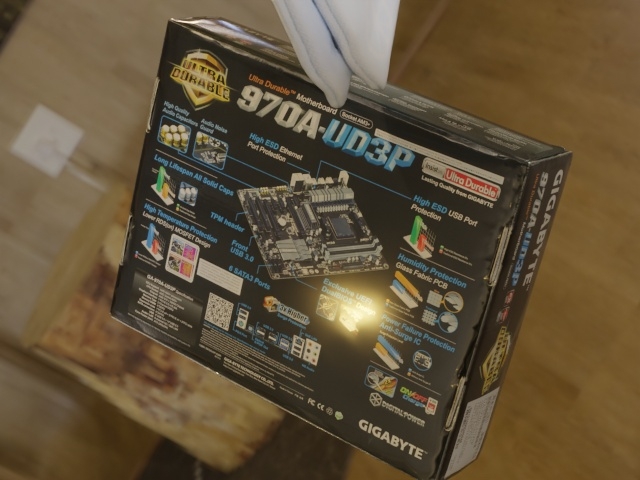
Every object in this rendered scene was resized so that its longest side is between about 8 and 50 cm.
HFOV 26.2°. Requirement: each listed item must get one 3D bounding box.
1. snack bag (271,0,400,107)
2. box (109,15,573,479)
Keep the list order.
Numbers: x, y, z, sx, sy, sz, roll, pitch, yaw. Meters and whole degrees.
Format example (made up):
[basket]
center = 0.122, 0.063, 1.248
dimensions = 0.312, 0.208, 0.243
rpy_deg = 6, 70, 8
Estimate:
[snack bag]
center = -0.014, -0.283, 0.565
dimensions = 0.037, 0.342, 0.323
rpy_deg = -4, 54, 21
[box]
center = 0.000, 0.000, 0.709
dimensions = 0.051, 0.220, 0.175
rpy_deg = -18, -53, -56
